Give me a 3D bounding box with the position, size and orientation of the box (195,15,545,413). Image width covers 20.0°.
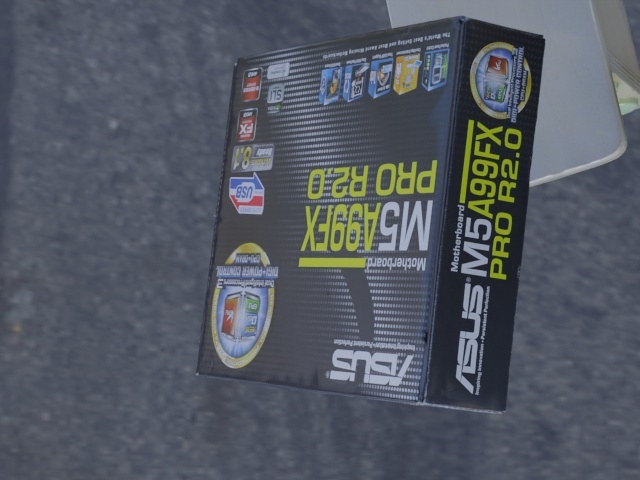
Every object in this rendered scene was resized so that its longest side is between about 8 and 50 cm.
[{"bbox_3d":[0.022,-0.013,1.096,0.270,0.060,0.216,1,82,59],"label":"box"}]

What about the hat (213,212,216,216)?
[{"bbox_3d":[0.000,0.000,1.844,0.183,0.208,0.173,-39,95,11],"label":"hat"}]

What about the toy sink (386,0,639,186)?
[{"bbox_3d":[0.151,-0.142,1.365,0.153,0.131,0.234,-17,75,21],"label":"toy sink"}]
